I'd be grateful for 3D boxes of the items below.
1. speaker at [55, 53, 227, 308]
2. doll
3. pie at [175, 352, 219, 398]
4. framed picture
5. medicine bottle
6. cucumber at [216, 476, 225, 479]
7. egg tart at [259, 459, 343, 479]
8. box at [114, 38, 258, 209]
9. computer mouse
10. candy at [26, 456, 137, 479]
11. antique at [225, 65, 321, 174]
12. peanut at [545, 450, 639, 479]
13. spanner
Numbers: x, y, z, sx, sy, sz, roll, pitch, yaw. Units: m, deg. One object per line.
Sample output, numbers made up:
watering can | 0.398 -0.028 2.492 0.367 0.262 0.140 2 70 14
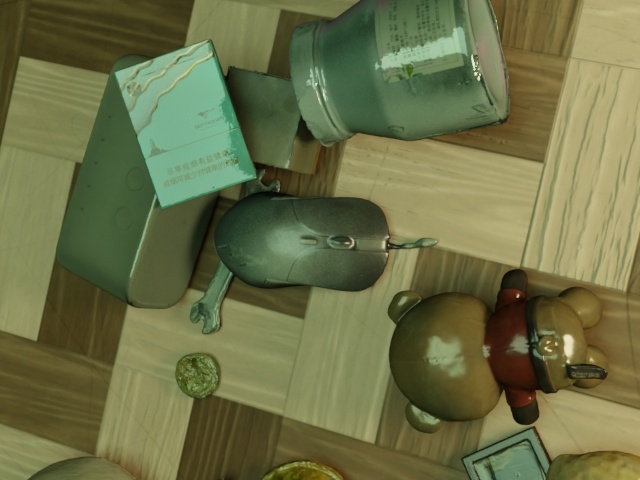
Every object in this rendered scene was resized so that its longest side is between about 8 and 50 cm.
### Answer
speaker | -0.288 -0.105 2.085 0.184 0.183 0.406 21 96 26
doll | 0.263 0.170 1.859 0.329 0.174 0.235 -10 90 19
pie | -0.211 0.231 2.121 0.084 0.021 0.084 0 89 17
framed picture | 0.309 0.389 1.910 0.128 0.023 0.169 -28 78 18
medicine bottle | 0.121 -0.267 1.898 0.289 0.245 0.245 -12 83 20
cucumber | -0.225 0.566 2.078 0.096 0.096 0.359 28 95 20
egg tart | -0.030 0.461 2.007 0.212 0.090 0.213 1 92 21
box | -0.209 -0.181 1.934 0.162 0.041 0.229 -19 94 4
computer mouse | 0.000 0.000 2.010 0.379 0.090 0.167 -1 90 15
candy | -0.415 0.496 2.089 0.295 0.185 0.296 -5 72 17
antique | -0.078 -0.192 2.020 0.151 0.148 0.147 15 94 22
peanut | 0.474 0.395 1.786 0.313 0.149 0.149 25 97 20
spanner | -0.148 0.018 2.108 0.071 0.017 0.302 28 97 20
